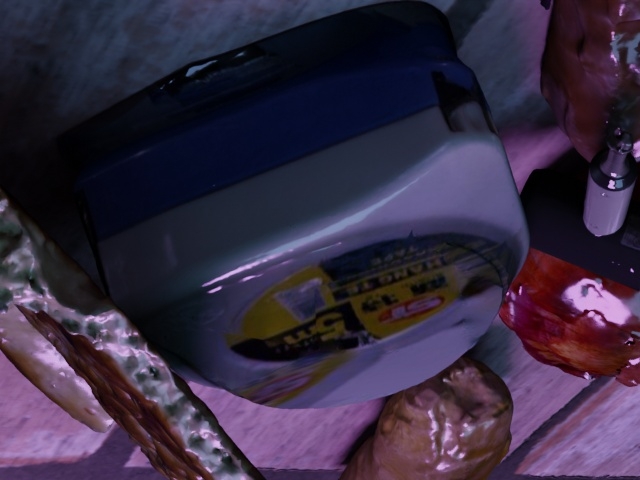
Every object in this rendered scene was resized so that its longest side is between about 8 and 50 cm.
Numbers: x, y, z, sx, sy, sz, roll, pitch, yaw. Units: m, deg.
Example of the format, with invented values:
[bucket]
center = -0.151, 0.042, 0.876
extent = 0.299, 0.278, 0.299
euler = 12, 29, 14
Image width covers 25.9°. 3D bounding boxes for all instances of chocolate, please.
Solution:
[chocolate]
center = 0.218, -0.131, 0.855
extent = 0.148, 0.093, 0.214
euler = -14, 147, -2

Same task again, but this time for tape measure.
[tape measure]
center = 0.000, 0.000, 0.906
extent = 0.259, 0.138, 0.262
euler = -20, 147, 6

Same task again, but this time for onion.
[onion]
center = 0.249, 0.040, 1.053
extent = 0.230, 0.163, 0.230
euler = -16, 149, -10

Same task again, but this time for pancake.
[pancake]
center = -0.151, 0.073, 0.823
extent = 0.067, 0.305, 0.427
euler = -44, -176, -15

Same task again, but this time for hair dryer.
[hair dryer]
center = 0.175, -0.032, 0.877
extent = 0.100, 0.057, 0.197
euler = 22, 164, 12

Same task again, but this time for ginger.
[ginger]
center = 0.097, 0.194, 1.259
extent = 0.116, 0.109, 0.263
euler = -28, 158, -38
